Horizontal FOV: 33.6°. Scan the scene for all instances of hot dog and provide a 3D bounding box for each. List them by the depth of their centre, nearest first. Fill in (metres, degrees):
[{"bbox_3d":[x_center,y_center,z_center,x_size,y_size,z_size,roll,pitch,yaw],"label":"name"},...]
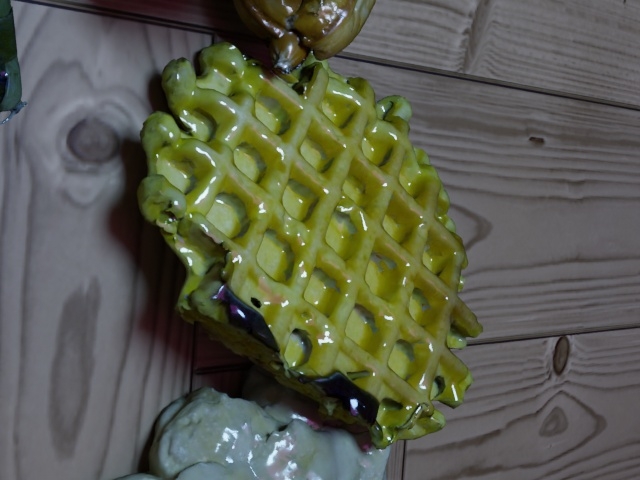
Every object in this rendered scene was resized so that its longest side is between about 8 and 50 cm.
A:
[{"bbox_3d":[0.006,-0.222,0.783,0.102,0.076,0.249,24,64,-3],"label":"hot dog"}]

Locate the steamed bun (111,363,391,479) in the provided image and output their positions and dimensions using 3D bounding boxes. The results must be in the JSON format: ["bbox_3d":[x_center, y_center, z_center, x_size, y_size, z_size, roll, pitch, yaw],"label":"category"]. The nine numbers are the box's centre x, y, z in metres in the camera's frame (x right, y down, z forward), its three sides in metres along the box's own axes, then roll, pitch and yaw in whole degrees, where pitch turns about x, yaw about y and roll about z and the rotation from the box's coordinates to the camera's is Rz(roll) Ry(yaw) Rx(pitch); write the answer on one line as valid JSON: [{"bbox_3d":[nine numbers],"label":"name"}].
[{"bbox_3d":[-0.040,0.243,0.767,0.295,0.137,0.292,39,70,-42],"label":"steamed bun"}]

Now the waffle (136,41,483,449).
[{"bbox_3d":[0.002,-0.001,0.773,0.311,0.060,0.307,5,70,-42],"label":"waffle"}]

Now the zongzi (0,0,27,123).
[{"bbox_3d":[-0.229,-0.113,0.592,0.119,0.055,0.109,-13,107,-31],"label":"zongzi"}]
